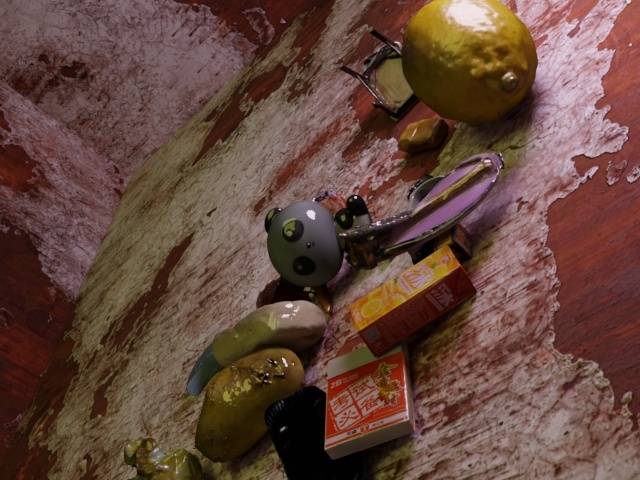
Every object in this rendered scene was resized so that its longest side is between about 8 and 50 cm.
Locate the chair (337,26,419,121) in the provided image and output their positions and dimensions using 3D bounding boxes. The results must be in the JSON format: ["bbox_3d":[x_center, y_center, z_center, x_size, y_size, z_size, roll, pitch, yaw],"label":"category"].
[{"bbox_3d":[0.196,-0.419,2.323,0.160,0.319,0.186,-47,68,16],"label":"chair"}]

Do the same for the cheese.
[{"bbox_3d":[-0.107,0.213,1.955,0.263,0.159,0.093,-34,58,38],"label":"cheese"}]

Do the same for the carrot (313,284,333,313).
[{"bbox_3d":[0.005,0.118,2.031,0.037,0.037,0.190,-46,28,16],"label":"carrot"}]

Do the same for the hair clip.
[{"bbox_3d":[0.197,-0.053,1.693,0.358,0.096,0.110,-29,3,8],"label":"hair clip"}]

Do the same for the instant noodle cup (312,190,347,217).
[{"bbox_3d":[-0.002,-0.037,2.167,0.135,0.127,0.127,-35,28,53],"label":"instant noodle cup"}]

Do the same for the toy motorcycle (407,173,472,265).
[{"bbox_3d":[0.231,-0.050,1.779,0.157,0.091,0.263,-26,36,32],"label":"toy motorcycle"}]

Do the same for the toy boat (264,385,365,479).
[{"bbox_3d":[-0.002,0.386,1.600,0.134,0.092,0.299,-23,30,-7],"label":"toy boat"}]

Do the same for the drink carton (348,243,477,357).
[{"bbox_3d":[0.165,0.108,1.630,0.222,0.071,0.096,-33,26,7],"label":"drink carton"}]

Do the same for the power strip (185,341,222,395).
[{"bbox_3d":[-0.251,0.300,2.233,0.216,0.044,0.137,-34,28,37],"label":"power strip"}]

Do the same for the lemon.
[{"bbox_3d":[0.315,-0.378,1.869,0.316,0.285,0.285,22,73,34],"label":"lemon"}]

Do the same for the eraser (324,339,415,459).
[{"bbox_3d":[0.085,0.272,1.583,0.157,0.038,0.230,-24,29,16],"label":"eraser"}]

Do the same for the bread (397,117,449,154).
[{"bbox_3d":[0.237,-0.244,2.080,0.132,0.053,0.074,-6,51,57],"label":"bread"}]

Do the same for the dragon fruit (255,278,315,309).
[{"bbox_3d":[-0.095,0.149,2.097,0.147,0.102,0.096,-56,21,3],"label":"dragon fruit"}]

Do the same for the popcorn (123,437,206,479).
[{"bbox_3d":[-0.351,0.517,1.933,0.198,0.213,0.198,-36,-6,-4],"label":"popcorn"}]

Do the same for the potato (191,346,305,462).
[{"bbox_3d":[-0.158,0.342,1.871,0.300,0.140,0.173,-45,54,19],"label":"potato"}]

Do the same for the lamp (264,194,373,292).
[{"bbox_3d":[0.000,0.000,1.990,0.243,0.198,0.198,-16,35,14],"label":"lamp"}]
